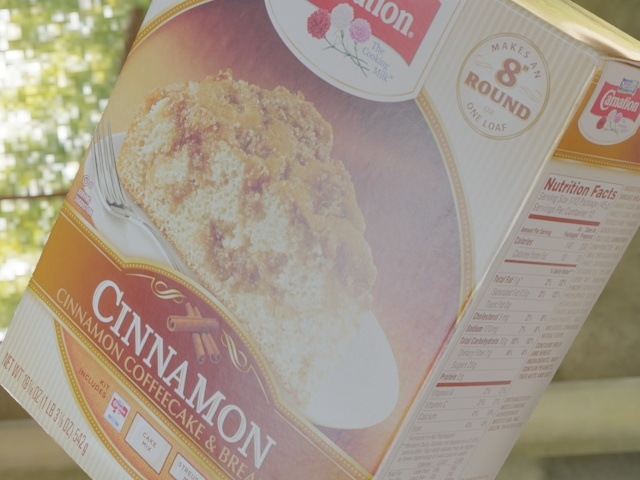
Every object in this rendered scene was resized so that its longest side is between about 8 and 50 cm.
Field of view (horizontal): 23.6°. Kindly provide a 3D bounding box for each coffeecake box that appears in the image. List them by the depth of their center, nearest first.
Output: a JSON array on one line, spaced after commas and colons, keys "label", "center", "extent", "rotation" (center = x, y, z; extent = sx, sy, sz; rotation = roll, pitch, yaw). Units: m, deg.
[{"label": "coffeecake box", "center": [0.000, 0.000, 0.441], "extent": [0.068, 0.142, 0.185], "rotation": [4, -62, -51]}]
